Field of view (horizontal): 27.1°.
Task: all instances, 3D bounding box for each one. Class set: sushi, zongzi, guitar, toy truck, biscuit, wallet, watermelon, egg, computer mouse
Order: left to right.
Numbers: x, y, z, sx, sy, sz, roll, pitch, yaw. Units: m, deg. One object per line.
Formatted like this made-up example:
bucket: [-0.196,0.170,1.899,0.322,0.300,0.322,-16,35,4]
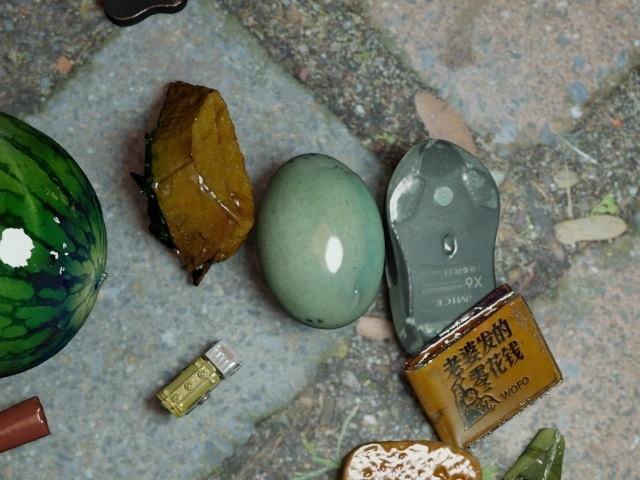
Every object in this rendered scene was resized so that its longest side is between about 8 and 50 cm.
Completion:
watermelon: [-0.435,0.002,1.626,0.363,0.363,0.363,1,79,-5]
sushi: [-0.182,-0.088,1.769,0.149,0.140,0.287,-11,78,-45]
guitar: [-0.172,-0.356,1.864,0.271,0.038,0.084,-8,82,-6]
toy truck: [-0.159,0.182,1.751,0.123,0.063,0.052,-41,85,-11]
egg: [0.000,0.000,1.745,0.169,0.169,0.236,-7,83,-6]
computer mouse: [0.158,0.052,1.796,0.167,0.090,0.379,-4,95,-17]
biscuit: [0.157,0.395,1.744,0.262,0.052,0.277,-5,83,-7]
wallet: [0.218,0.174,1.767,0.195,0.042,0.161,-35,110,-12]
zongzi: [0.313,0.320,1.779,0.113,0.052,0.104,46,73,-9]

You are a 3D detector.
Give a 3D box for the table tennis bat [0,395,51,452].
table tennis bat: [-0.548,0.305,1.703,0.415,0.051,0.268,-22,82,-6]
